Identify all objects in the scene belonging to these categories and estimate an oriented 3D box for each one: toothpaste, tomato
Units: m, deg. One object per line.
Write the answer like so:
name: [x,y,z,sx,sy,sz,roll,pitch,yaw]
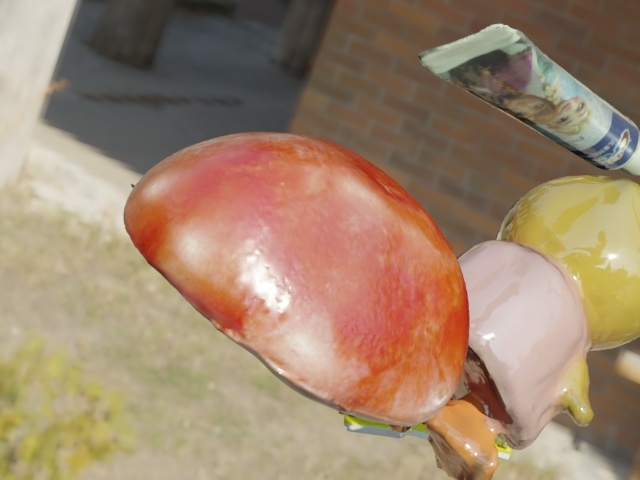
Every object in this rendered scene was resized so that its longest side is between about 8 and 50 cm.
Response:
toothpaste: [0.145,-0.083,1.109,0.216,0.062,0.037,26,50,-46]
tomato: [0.001,0.005,0.822,0.166,0.082,0.174,49,19,18]

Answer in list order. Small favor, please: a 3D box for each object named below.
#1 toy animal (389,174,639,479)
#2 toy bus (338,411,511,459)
toy animal: [0.169,0.046,1.393,0.281,0.169,0.195,-34,60,-27]
toy bus: [0.101,0.150,1.615,0.081,0.074,0.226,6,-9,29]
